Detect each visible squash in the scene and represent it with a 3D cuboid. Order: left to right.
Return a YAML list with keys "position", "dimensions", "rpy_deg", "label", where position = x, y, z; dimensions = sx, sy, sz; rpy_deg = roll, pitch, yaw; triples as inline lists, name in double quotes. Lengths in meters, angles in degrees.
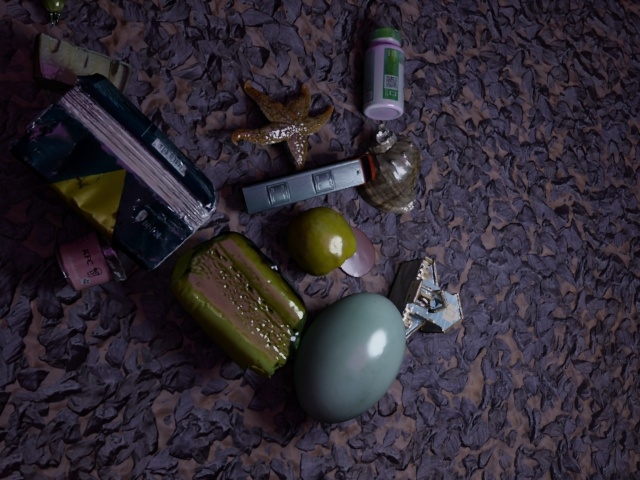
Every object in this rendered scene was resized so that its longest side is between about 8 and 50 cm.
- position: [-0.718, -0.720, 1.540]
  dimensions: [0.080, 0.071, 0.319]
  rpy_deg: [-19, 91, -25]
  label: "squash"

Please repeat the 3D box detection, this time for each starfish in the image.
- position: [-0.099, -0.334, 1.757]
  dimensions: [0.375, 0.094, 0.327]
  rpy_deg: [-12, 86, -30]
  label: "starfish"

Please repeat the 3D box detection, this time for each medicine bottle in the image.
- position: [0.203, -0.535, 1.899]
  dimensions: [0.133, 0.133, 0.274]
  rpy_deg: [5, 81, -24]
  label: "medicine bottle"

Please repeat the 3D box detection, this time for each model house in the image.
- position: [0.333, 0.203, 1.835]
  dimensions: [0.206, 0.178, 0.271]
  rpy_deg: [31, 68, -19]
  label: "model house"

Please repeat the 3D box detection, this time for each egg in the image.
- position: [0.081, 0.320, 1.641]
  dimensions: [0.276, 0.276, 0.389]
  rpy_deg: [38, 71, -15]
  label: "egg"

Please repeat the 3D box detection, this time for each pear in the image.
- position: [0.000, 0.000, 1.701]
  dimensions: [0.200, 0.200, 0.200]
  rpy_deg: [4, 81, -24]
  label: "pear"

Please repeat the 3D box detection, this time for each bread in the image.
- position: [-0.213, 0.155, 1.569]
  dimensions: [0.251, 0.208, 0.376]
  rpy_deg: [-45, 101, -16]
  label: "bread"

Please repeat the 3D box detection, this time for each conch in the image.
- position: [0.228, -0.219, 1.851]
  dimensions: [0.210, 0.159, 0.291]
  rpy_deg: [-29, 97, -26]
  label: "conch"

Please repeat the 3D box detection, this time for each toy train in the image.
- position: [-0.027, -0.166, 1.714]
  dimensions: [0.409, 0.089, 0.086]
  rpy_deg: [-15, 105, -11]
  label: "toy train"

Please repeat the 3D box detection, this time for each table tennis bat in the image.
- position: [0.075, 0.004, 1.829]
  dimensions: [0.138, 0.022, 0.246]
  rpy_deg: [-44, 103, -24]
  label: "table tennis bat"

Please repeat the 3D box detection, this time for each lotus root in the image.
- position: [-0.611, -0.426, 1.514]
  dimensions: [0.234, 0.138, 0.119]
  rpy_deg: [14, 82, -23]
  label: "lotus root"

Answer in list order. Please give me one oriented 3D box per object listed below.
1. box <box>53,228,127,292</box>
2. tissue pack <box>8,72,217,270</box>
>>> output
- position: [-0.568, 0.049, 1.462]
  dimensions: [0.135, 0.151, 0.151]
  rpy_deg: [-20, 91, -17]
  label: "box"
- position: [-0.471, -0.170, 1.409]
  dimensions: [0.253, 0.264, 0.416]
  rpy_deg: [-41, 112, 4]
  label: "tissue pack"
